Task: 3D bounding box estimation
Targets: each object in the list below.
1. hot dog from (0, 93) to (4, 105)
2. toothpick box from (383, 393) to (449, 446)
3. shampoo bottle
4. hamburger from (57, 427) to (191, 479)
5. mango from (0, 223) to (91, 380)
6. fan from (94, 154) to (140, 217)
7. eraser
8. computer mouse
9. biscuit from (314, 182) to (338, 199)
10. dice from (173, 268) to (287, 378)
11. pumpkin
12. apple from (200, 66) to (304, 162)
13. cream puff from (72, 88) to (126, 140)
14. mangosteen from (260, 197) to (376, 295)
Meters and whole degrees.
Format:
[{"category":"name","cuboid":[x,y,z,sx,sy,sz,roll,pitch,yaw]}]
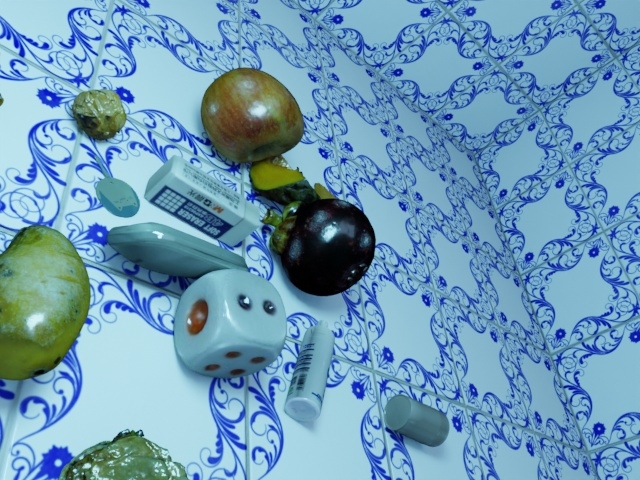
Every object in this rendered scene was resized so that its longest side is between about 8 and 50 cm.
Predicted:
[{"category":"hot dog","cuboid":[-0.729,-0.312,1.191,0.140,0.060,0.089,10,48,-45]},{"category":"toothpick box","cuboid":[0.284,0.531,1.699,0.181,0.111,0.111,32,38,-31]},{"category":"shampoo bottle","cuboid":[-0.018,0.322,1.510,0.092,0.092,0.303,43,32,-18]},{"category":"hamburger","cuboid":[-0.329,0.432,0.974,0.206,0.130,0.183,40,27,13]},{"category":"mango","cuboid":[-0.503,0.102,1.014,0.329,0.176,0.176,-106,171,-61]},{"category":"fan","cuboid":[-0.497,-0.130,1.380,0.175,0.005,0.113,59,32,6]},{"category":"eraser","cuboid":[-0.301,-0.097,1.500,0.279,0.124,0.081,33,37,-32]},{"category":"computer mouse","cuboid":[-0.318,0.039,1.303,0.331,0.197,0.094,23,76,-37]},{"category":"biscuit","cuboid":[0.055,-0.081,2.078,0.237,0.013,0.232,38,35,-24]},{"category":"dice","cuboid":[-0.201,0.188,1.294,0.192,0.193,0.194,22,42,-40]},{"category":"pumpkin","cuboid":[-0.116,-0.163,1.816,0.169,0.148,0.312,59,-3,-40]},{"category":"apple","cuboid":[-0.210,-0.380,1.732,0.302,0.302,0.301,34,36,-30]},{"category":"cream puff","cuboid":[-0.540,-0.305,1.396,0.133,0.119,0.104,25,53,2]},{"category":"mangosteen","cuboid":[0.007,0.012,1.683,0.297,0.296,0.313,26,3,-39]}]
